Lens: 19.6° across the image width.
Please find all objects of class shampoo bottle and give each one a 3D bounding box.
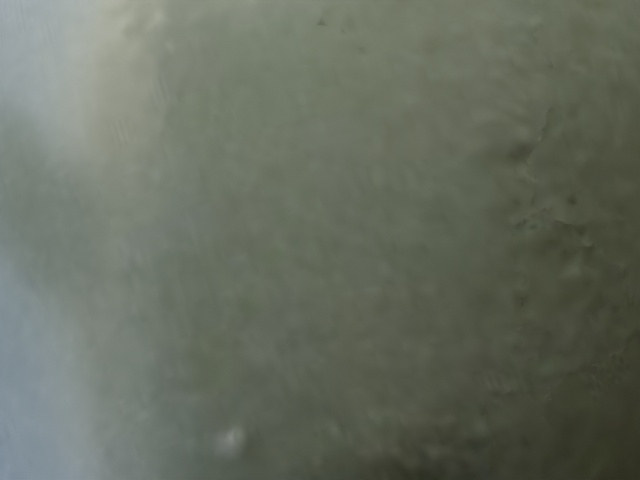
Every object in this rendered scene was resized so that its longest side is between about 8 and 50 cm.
[{"bbox_3d":[0.000,0.000,0.639,0.322,0.322,0.317,2,-110,-39],"label":"shampoo bottle"}]
